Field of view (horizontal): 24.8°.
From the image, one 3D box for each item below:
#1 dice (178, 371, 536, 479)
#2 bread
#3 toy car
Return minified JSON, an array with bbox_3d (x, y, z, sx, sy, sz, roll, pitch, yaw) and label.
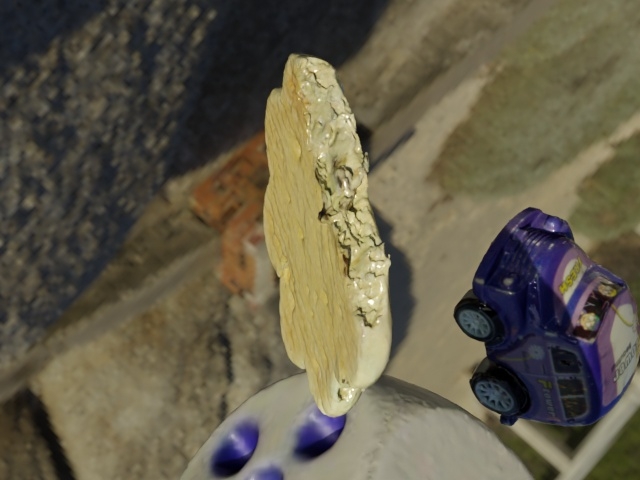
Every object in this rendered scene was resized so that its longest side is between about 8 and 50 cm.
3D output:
[{"bbox_3d":[0.031,0.275,1.175,0.251,0.259,0.243,-18,-141,44],"label":"dice"},{"bbox_3d":[0.000,0.000,1.032,0.039,0.250,0.182,-5,157,-15],"label":"bread"},{"bbox_3d":[0.259,0.087,1.596,0.172,0.158,0.235,-50,134,-35],"label":"toy car"}]
